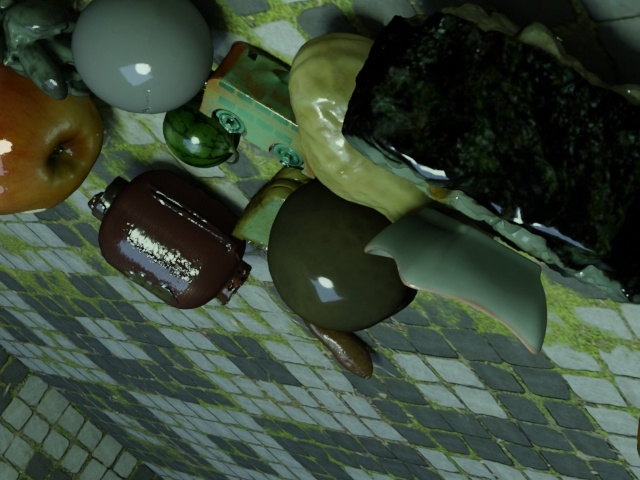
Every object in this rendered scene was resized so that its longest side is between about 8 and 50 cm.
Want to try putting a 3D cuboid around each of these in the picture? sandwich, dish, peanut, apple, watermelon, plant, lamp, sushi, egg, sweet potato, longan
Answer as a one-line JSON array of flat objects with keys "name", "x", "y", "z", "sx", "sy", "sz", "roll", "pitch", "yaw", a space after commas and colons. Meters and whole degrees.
[{"name": "sandwich", "x": 0.000, "y": 0.000, "z": 1.442, "sx": 0.215, "sy": 0.065, "sz": 0.186, "roll": 36, "pitch": 153, "yaw": -10}, {"name": "dish", "x": 0.139, "y": 0.025, "z": 1.020, "sx": 0.151, "sy": 0.077, "sz": 0.212, "roll": 28, "pitch": -177, "yaw": -10}, {"name": "peanut", "x": 0.075, "y": -0.091, "z": 1.126, "sx": 0.148, "sy": 0.147, "sz": 0.319, "roll": -3, "pitch": 140, "yaw": 49}, {"name": "apple", "x": -0.438, "y": -0.148, "z": 1.458, "sx": 0.241, "sy": 0.242, "sz": 0.242, "roll": 15, "pitch": 150, "yaw": 22}, {"name": "watermelon", "x": -0.145, "y": -0.138, "z": 1.325, "sx": 0.109, "sy": 0.109, "sz": 0.109, "roll": 25, "pitch": 153, "yaw": 14}, {"name": "plant", "x": -0.402, "y": -0.270, "z": 1.308, "sx": 0.275, "sy": 0.146, "sz": 0.149, "roll": 31, "pitch": 151, "yaw": 1}, {"name": "lamp", "x": -0.220, "y": -0.006, "z": 1.546, "sx": 0.258, "sy": 0.180, "sz": 0.180, "roll": 35, "pitch": 154, "yaw": -6}, {"name": "sushi", "x": 0.194, "y": -0.082, "z": 0.962, "sx": 0.350, "sy": 0.170, "sz": 0.211, "roll": 31, "pitch": -179, "yaw": -7}, {"name": "egg", "x": -0.204, "y": -0.218, "z": 1.188, "sx": 0.199, "sy": 0.146, "sz": 0.146, "roll": 22, "pitch": 156, "yaw": 53}, {"name": "sweet potato", "x": 0.011, "y": 0.146, "z": 1.709, "sx": 0.214, "sy": 0.050, "sz": 0.050, "roll": 46, "pitch": 151, "yaw": -14}, {"name": "longan", "x": 0.030, "y": 0.018, "z": 1.255, "sx": 0.198, "sy": 0.212, "sz": 0.198, "roll": 10, "pitch": 122, "yaw": 16}]

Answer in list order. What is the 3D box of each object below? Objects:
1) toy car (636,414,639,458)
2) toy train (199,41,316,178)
[{"name": "toy car", "x": 0.516, "y": 0.251, "z": 1.147, "sx": 0.341, "sy": 0.271, "sz": 0.240, "roll": 37, "pitch": 172, "yaw": -12}, {"name": "toy train", "x": -0.057, "y": -0.153, "z": 1.228, "sx": 0.188, "sy": 0.072, "sz": 0.099, "roll": 31, "pitch": 155, "yaw": 0}]
